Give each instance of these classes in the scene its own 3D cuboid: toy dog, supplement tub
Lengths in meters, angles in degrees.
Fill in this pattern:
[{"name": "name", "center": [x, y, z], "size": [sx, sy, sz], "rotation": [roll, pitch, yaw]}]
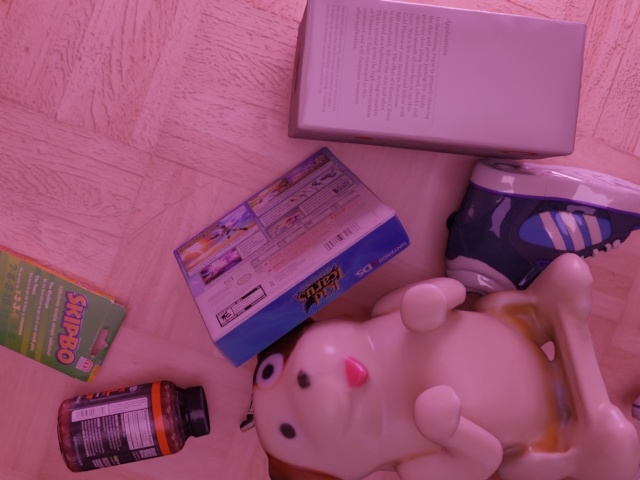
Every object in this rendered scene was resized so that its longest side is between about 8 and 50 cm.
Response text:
[{"name": "toy dog", "center": [0.114, 0.183, 1.034], "size": [0.408, 0.395, 0.284], "rotation": [-1, 76, -16]}, {"name": "supplement tub", "center": [-0.258, 0.256, 1.139], "size": [0.198, 0.106, 0.106], "rotation": [-10, 95, -6]}]

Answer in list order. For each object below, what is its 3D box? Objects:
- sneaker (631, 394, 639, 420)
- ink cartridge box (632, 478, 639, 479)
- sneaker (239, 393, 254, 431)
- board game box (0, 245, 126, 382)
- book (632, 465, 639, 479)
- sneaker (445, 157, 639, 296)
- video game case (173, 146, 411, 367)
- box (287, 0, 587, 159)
[{"name": "sneaker", "center": [0.591, 0.187, 1.231], "size": [0.282, 0.102, 0.160], "rotation": [-8, 92, -16]}, {"name": "ink cartridge box", "center": [0.364, 0.454, 1.017], "size": [0.211, 0.121, 0.289], "rotation": [-2, 73, -9]}, {"name": "sneaker", "center": [-0.093, 0.244, 1.195], "size": [0.037, 0.032, 0.083], "rotation": [44, 84, 6]}, {"name": "board game box", "center": [-0.414, 0.094, 1.145], "size": [0.260, 0.039, 0.124], "rotation": [26, 92, -4]}, {"name": "book", "center": [0.513, 0.411, 1.267], "size": [0.144, 0.035, 0.096], "rotation": [28, 94, -7]}, {"name": "sneaker", "center": [0.336, 0.016, 1.187], "size": [0.323, 0.130, 0.236], "rotation": [7, 108, -16]}, {"name": "video game case", "center": [-0.048, 0.011, 1.075], "size": [0.270, 0.244, 0.061], "rotation": [-35, 124, -2]}, {"name": "box", "center": [0.139, -0.207, 1.079], "size": [0.346, 0.215, 0.168], "rotation": [5, 94, -6]}]
